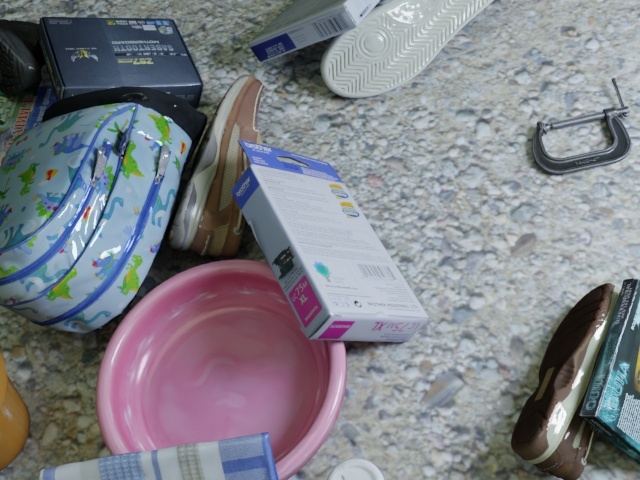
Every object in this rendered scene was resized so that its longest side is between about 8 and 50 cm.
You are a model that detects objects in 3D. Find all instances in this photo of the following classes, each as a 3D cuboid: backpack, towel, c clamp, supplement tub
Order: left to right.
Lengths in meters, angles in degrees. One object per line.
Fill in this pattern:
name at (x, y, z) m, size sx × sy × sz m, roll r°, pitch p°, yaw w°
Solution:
backpack at (-0.344, -0.043, 1.238) m, size 0.290 × 0.273 × 0.355 m, roll -6°, pitch 70°, yaw 31°
towel at (-0.176, 0.339, 1.011) m, size 0.285 × 0.034 × 0.209 m, roll -11°, pitch 99°, yaw 7°
supplement tub at (0.048, 0.302, 1.006) m, size 0.071 × 0.107 × 0.071 m, roll -6°, pitch 57°, yaw 9°
c clamp at (0.383, -0.160, 1.269) m, size 0.161 × 0.022 × 0.137 m, roll -17°, pitch 62°, yaw 1°

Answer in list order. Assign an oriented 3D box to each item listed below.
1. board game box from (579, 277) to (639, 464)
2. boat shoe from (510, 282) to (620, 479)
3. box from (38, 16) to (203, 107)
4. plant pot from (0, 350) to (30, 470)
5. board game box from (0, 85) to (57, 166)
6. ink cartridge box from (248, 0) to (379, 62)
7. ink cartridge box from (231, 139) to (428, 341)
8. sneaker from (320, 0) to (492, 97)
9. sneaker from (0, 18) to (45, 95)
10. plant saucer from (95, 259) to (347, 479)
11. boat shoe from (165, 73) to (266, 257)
board game box at (0.378, 0.155, 1.019) m, size 0.026 × 0.126 × 0.186 m, roll -14°, pitch 43°, yaw 55°
boat shoe at (0.322, 0.173, 1.049) m, size 0.095 × 0.095 × 0.257 m, roll 37°, pitch 67°, yaw -6°
box at (-0.332, -0.294, 1.432) m, size 0.233 × 0.059 × 0.183 m, roll -7°, pitch 53°, yaw -26°
plant pot at (-0.482, 0.223, 1.130) m, size 0.205 × 0.188 × 0.205 m, roll -6°, pitch 58°, yaw 10°
board game box at (-0.583, -0.111, 1.432) m, size 0.318 × 0.066 × 0.318 m, roll -2°, pitch 59°, yaw 12°
ink cartridge box at (0.020, -0.388, 1.405) m, size 0.223 × 0.045 × 0.224 m, roll -8°, pitch 36°, yaw 45°
ink cartridge box at (0.000, 0.000, 1.167) m, size 0.065 × 0.186 × 0.311 m, roll -49°, pitch 53°, yaw 30°
sneaker at (0.149, -0.360, 1.399) m, size 0.350 × 0.131 × 0.148 m, roll -34°, pitch 20°, yaw 7°
sneaker at (-0.521, -0.335, 1.500) m, size 0.130 × 0.109 × 0.286 m, roll -15°, pitch 35°, yaw -27°
plant saucer at (-0.124, 0.186, 1.133) m, size 0.332 × 0.084 × 0.332 m, roll -6°, pitch 58°, yaw 10°
boat shoe at (-0.133, -0.109, 1.311) m, size 0.117 × 0.123 × 0.324 m, roll 22°, pitch 61°, yaw -12°
